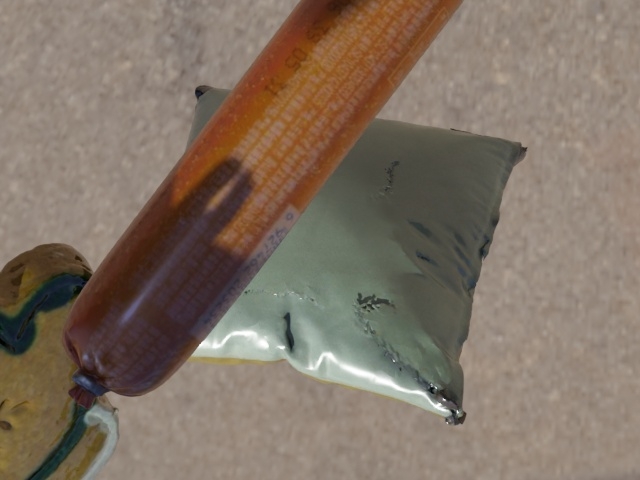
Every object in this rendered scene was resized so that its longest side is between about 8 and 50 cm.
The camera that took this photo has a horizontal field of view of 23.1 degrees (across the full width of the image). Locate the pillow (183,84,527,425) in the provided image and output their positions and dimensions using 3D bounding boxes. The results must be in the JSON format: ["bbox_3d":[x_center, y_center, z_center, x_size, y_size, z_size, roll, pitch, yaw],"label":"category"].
[{"bbox_3d":[0.000,0.000,1.329,0.312,0.310,0.119,11,145,9],"label":"pillow"}]

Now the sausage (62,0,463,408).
[{"bbox_3d":[0.010,-0.076,0.619,0.053,0.053,0.348,39,85,-21],"label":"sausage"}]

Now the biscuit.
[{"bbox_3d":[-0.280,0.127,1.254,0.287,0.057,0.344,-43,138,-4],"label":"biscuit"}]
